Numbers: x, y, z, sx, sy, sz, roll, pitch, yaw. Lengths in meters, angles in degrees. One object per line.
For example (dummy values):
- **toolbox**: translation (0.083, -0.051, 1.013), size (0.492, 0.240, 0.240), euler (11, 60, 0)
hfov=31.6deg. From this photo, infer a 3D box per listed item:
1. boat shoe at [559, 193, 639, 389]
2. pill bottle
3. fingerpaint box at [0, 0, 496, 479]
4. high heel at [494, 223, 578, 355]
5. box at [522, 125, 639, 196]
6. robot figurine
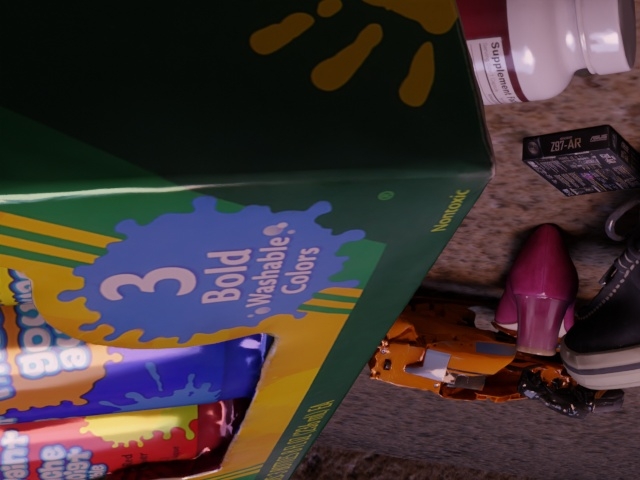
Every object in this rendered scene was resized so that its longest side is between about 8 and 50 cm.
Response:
- **boat shoe**: translation (0.304, 0.018, 0.810), size (0.187, 0.156, 0.500), euler (-8, 168, -9)
- **pill bottle**: translation (0.078, -0.111, 0.572), size (0.152, 0.086, 0.086), euler (-3, 162, 23)
- **fingerpaint box**: translation (-0.171, 0.020, 0.534), size (0.371, 0.163, 0.445), euler (-3, 155, -14)
- **high heel**: translation (0.214, 0.037, 1.111), size (0.082, 0.117, 0.244), euler (8, -175, 14)
- **box**: translation (0.196, -0.057, 0.831), size (0.067, 0.018, 0.083), euler (-7, 159, 35)
- **robot figurine**: translation (0.187, 0.118, 1.226), size (0.291, 0.085, 0.211), euler (7, -165, -10)
